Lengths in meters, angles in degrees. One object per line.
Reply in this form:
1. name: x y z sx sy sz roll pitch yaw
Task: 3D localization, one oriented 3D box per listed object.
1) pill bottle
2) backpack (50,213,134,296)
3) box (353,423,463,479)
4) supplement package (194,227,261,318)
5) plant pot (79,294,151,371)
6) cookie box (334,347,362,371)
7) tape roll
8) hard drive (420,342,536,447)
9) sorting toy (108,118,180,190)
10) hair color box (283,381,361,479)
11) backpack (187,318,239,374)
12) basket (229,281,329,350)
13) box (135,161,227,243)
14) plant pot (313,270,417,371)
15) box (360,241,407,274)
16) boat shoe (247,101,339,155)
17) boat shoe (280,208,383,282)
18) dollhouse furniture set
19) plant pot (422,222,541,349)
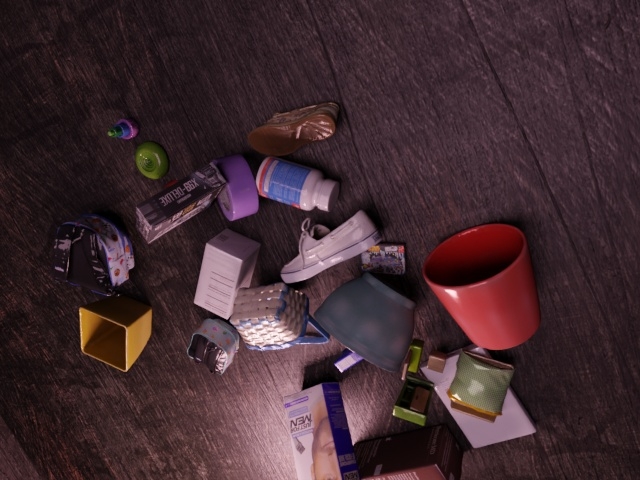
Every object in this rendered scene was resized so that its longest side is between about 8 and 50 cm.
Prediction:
1. pill bottle: -0.064 -0.158 1.475 0.221 0.124 0.124 19 118 16
2. backpack: -0.805 0.038 1.828 0.276 0.213 0.263 11 124 12
3. box: 0.264 0.755 1.692 0.381 0.191 0.143 -25 100 29
4. supplement package: -0.309 0.110 1.686 0.134 0.139 0.244 24 119 10
5. plant pot: -0.761 0.329 1.945 0.212 0.187 0.212 19 119 15
6. cookie box: 0.108 0.365 1.648 0.107 0.092 0.040 -40 90 32
7. tape roll: -0.257 -0.159 1.523 0.189 0.080 0.189 48 149 43
8. hard drive: 0.481 0.477 1.566 0.210 0.040 0.319 -30 98 30
9. sorting toy: -0.567 -0.226 1.660 0.127 0.126 0.365 -28 100 30
10. hair color box: 0.002 0.669 1.713 0.185 0.110 0.339 -30 62 30
11. backpack: -0.373 0.365 1.814 0.166 0.144 0.188 32 143 9
12. basket: -0.132 0.264 1.660 0.254 0.201 0.289 -9 136 24
13. box: -0.418 -0.103 1.502 0.076 0.242 0.307 56 158 -4
14. plant pot: 0.155 0.211 1.476 0.293 0.293 0.196 34 93 6
15. box: 0.186 0.052 1.515 0.137 0.027 0.094 2 111 23
16. boat shoe: -0.076 -0.316 1.445 0.285 0.089 0.104 -6 135 28
17. boat shoe: -0.003 0.003 1.504 0.367 0.136 0.156 -26 97 38
18. dollhouse furniture set: 0.385 0.433 1.475 0.301 0.151 0.197 14 116 17
19. plant pot: 0.434 0.129 1.321 0.275 0.275 0.243 -18 114 28
